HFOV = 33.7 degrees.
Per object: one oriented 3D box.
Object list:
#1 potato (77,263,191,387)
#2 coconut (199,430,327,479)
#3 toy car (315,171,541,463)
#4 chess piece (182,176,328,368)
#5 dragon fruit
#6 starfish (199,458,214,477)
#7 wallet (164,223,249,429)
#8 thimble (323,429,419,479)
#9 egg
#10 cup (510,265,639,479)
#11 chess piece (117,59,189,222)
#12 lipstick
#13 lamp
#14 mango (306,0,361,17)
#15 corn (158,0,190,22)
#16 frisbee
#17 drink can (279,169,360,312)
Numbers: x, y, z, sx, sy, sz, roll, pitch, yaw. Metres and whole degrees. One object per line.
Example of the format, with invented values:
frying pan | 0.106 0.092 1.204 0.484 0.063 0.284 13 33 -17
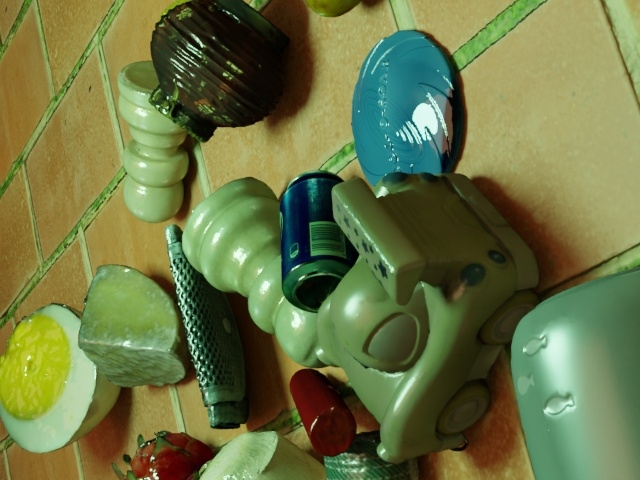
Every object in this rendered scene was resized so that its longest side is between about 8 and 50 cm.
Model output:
potato | -0.335 0.178 2.131 0.264 0.211 0.189 2 56 27
coconut | -0.076 0.422 1.649 0.234 0.224 0.224 49 146 -8
toy car | 0.097 0.098 1.315 0.242 0.226 0.336 55 136 39
chess piece | -0.061 0.063 1.634 0.330 0.182 0.182 45 130 37
dragon fruit | -0.280 0.452 1.986 0.274 0.192 0.193 58 134 40
starfish | -0.126 0.457 1.797 0.074 0.146 0.190 -38 52 6
wallet | -0.187 0.153 1.821 0.237 0.075 0.342 57 -162 -77
thimble | 0.069 0.319 1.486 0.135 0.118 0.090 -13 84 60
egg | -0.564 0.311 2.399 0.337 0.201 0.337 -5 81 33
cup | 0.318 0.183 1.004 0.356 0.259 0.274 86 171 -75
chess piece | -0.314 -0.174 2.001 0.167 0.167 0.299 47 135 44
lipstick | 0.001 0.242 1.530 0.280 0.073 0.073 -148 56 -81
lamp | -0.166 -0.274 1.679 0.247 0.247 0.247 11 103 56
mango | 0.041 -0.419 1.450 0.125 0.111 0.233 37 113 33
corn | -0.222 -0.408 1.888 0.238 0.080 0.080 -12 84 60
frisbee | 0.104 -0.165 1.442 0.242 0.045 0.242 15 108 56
drink can | 0.000 0.000 1.513 0.205 0.118 0.118 -92 23 -44
